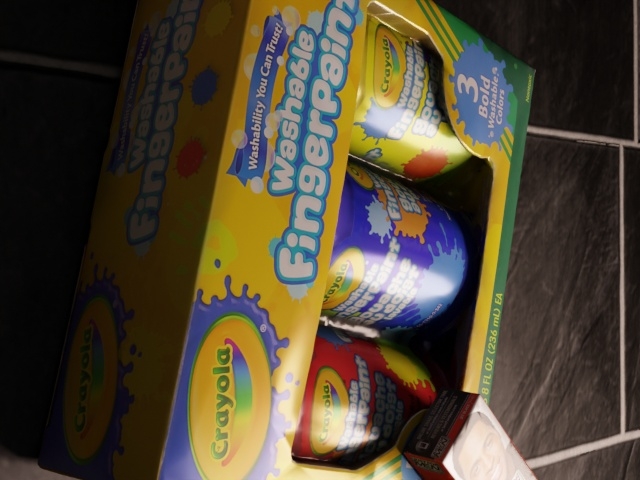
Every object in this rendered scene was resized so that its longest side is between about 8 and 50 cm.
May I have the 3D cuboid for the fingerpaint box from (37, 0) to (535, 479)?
[{"bbox_3d":[0.000,0.000,0.840,0.371,0.163,0.445,20,76,-43],"label":"fingerpaint box"}]

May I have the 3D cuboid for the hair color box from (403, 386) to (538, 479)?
[{"bbox_3d":[0.134,0.198,0.837,0.072,0.043,0.141,-55,127,-27],"label":"hair color box"}]
